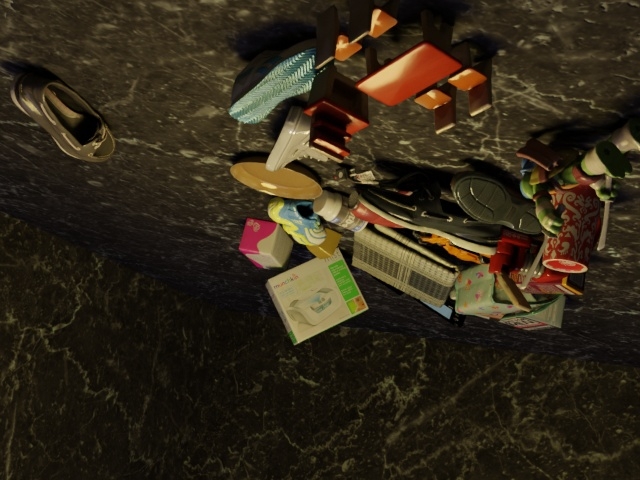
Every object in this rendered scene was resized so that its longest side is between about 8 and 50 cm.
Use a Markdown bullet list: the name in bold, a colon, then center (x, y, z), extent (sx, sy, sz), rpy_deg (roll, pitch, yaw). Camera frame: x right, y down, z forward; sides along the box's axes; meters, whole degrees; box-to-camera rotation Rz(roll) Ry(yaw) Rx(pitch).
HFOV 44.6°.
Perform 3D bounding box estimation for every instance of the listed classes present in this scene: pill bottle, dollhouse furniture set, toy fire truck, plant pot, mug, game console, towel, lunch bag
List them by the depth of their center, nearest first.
- **dollhouse furniture set**: center (0.095, -0.231, 1.193), extent (0.262, 0.135, 0.259), rpy_deg (21, 151, -34)
- **mug**: center (0.539, -0.021, 1.629), extent (0.150, 0.169, 0.113), rpy_deg (17, 165, -11)
- **toy fire truck**: center (0.489, 0.057, 1.817), extent (0.217, 0.246, 0.158), rpy_deg (16, 166, -11)
- **plant pot**: center (-0.107, -0.161, 1.953), extent (0.236, 0.032, 0.236), rpy_deg (12, 166, 3)
- **pill bottle**: center (0.054, -0.078, 2.029), extent (0.137, 0.078, 0.078), rpy_deg (21, 164, -30)
- **towel**: center (0.240, 0.067, 2.283), extent (0.324, 0.056, 0.312), rpy_deg (26, 160, 11)
- **lunch bag**: center (0.557, 0.147, 2.294), extent (0.262, 0.160, 0.223), rpy_deg (7, 165, -21)
- **plant pot**: center (0.000, 0.000, 2.385), extent (0.083, 0.081, 0.081), rpy_deg (32, 160, -19)
- **game console**: center (0.304, 0.151, 2.472), extent (0.361, 0.044, 0.213), rpy_deg (33, 161, 18)

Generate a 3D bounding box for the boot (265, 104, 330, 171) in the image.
- **boot**: center (-0.035, -0.190, 1.640), extent (0.123, 0.095, 0.258), rpy_deg (22, 164, -7)

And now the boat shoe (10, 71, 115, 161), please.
- **boat shoe**: center (-0.564, -0.269, 1.791), extent (0.096, 0.112, 0.335), rpy_deg (11, 163, 27)

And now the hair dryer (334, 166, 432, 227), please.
- **hair dryer**: center (0.170, -0.089, 1.884), extent (0.224, 0.080, 0.293), rpy_deg (7, 165, 21)

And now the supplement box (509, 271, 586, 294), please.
- **supplement box**: center (0.587, 0.091, 2.056), extent (0.188, 0.080, 0.104), rpy_deg (-1, 161, 44)

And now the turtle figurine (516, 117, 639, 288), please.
- **turtle figurine**: center (0.477, -0.078, 1.373), extent (0.198, 0.274, 0.266), rpy_deg (2, 161, -19)

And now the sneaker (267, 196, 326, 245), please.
- **sneaker**: center (-0.036, -0.049, 2.195), extent (0.126, 0.091, 0.240), rpy_deg (-1, 159, 42)

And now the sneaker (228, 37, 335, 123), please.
- **sneaker**: center (-0.071, -0.290, 1.332), extent (0.229, 0.092, 0.087), rpy_deg (-24, 143, 35)

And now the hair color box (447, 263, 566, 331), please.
- **hair color box**: center (0.574, 0.191, 2.520), extent (0.375, 0.113, 0.185), rpy_deg (17, 165, -12)

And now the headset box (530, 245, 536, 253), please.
- **headset box**: center (0.588, 0.032, 2.065), extent (0.062, 0.032, 0.083), rpy_deg (8, 166, 18)

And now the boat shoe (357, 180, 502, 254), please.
- **boat shoe**: center (0.256, -0.074, 1.738), extent (0.340, 0.113, 0.127), rpy_deg (21, -161, -4)

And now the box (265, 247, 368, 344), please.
- **box**: center (-0.015, 0.184, 2.571), extent (0.262, 0.231, 0.127), rpy_deg (-24, 173, -13)

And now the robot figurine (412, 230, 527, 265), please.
- **robot figurine**: center (0.380, -0.005, 2.004), extent (0.291, 0.085, 0.211), rpy_deg (22, 163, -32)

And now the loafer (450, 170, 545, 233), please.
- **loafer**: center (0.379, -0.087, 1.690), extent (0.268, 0.096, 0.084), rpy_deg (21, -157, -27)

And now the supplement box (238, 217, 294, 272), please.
- **supplement box**: center (-0.172, 0.018, 2.530), extent (0.111, 0.114, 0.220), rpy_deg (11, 167, 14)
